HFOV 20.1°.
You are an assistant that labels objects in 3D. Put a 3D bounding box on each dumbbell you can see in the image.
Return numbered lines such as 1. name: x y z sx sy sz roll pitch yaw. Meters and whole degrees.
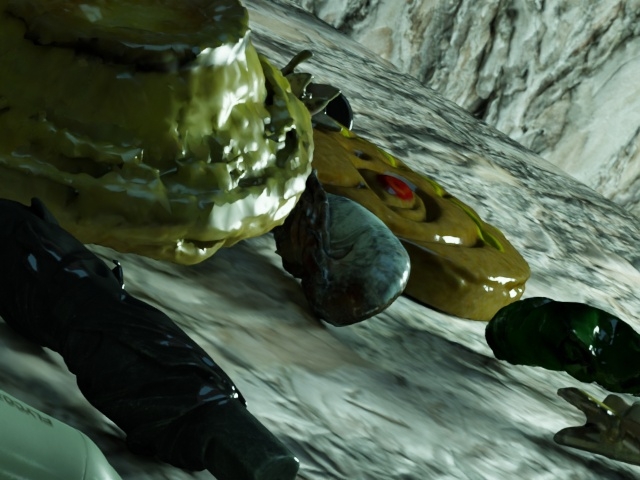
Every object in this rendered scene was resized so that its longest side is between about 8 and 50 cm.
1. dumbbell: -0.011 -0.126 1.833 0.069 0.069 0.147 36 13 27

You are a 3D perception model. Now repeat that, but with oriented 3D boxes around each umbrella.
1. umbrella: -0.095 0.054 0.857 0.066 0.059 0.236 -13 41 -40

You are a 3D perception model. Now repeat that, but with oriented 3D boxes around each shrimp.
1. shrimp: 0.000 0.000 1.305 0.090 0.079 0.233 65 -10 -29

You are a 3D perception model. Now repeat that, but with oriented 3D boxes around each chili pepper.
1. chili pepper: 0.190 0.075 1.323 0.098 0.061 0.224 19 -4 -13

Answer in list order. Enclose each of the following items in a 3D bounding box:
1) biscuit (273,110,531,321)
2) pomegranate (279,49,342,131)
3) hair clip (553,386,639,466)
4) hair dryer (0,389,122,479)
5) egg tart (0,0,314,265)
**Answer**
1. biscuit: 0.009 -0.057 1.574 0.394 0.070 0.350 31 11 5
2. pomegranate: -0.067 -0.088 1.305 0.129 0.159 0.129 59 -1 1
3. hair clip: 0.256 0.156 1.307 0.214 0.056 0.062 25 -21 -21
4. hair dryer: -0.188 0.027 0.700 0.206 0.075 0.237 30 10 -38
5. egg tart: -0.130 -0.100 1.115 0.294 0.123 0.294 13 26 -7
